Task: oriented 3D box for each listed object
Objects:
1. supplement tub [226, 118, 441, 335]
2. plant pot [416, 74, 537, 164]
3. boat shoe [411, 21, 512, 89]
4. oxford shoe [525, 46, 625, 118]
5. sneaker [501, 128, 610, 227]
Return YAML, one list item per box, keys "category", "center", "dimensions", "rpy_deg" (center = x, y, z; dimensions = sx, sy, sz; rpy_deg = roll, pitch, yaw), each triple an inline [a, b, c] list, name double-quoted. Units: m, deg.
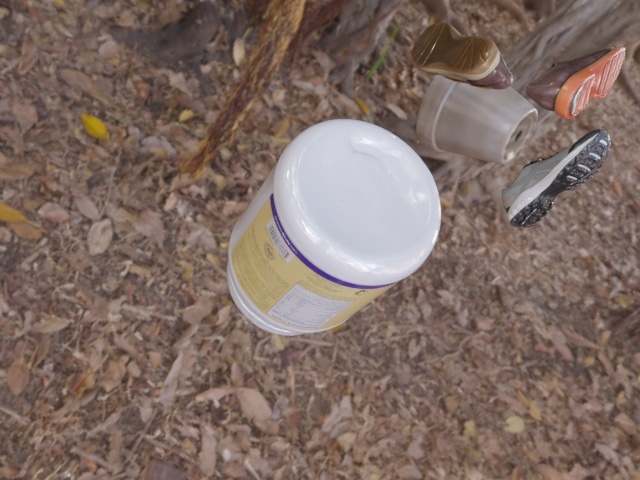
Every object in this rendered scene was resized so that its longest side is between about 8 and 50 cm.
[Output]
- category: "supplement tub"
  center: [0.000, 0.000, 0.995]
  dimensions: [0.240, 0.331, 0.241]
  rpy_deg: [10, 63, -20]
- category: "plant pot"
  center: [0.505, -0.382, 2.080]
  dimensions: [0.280, 0.323, 0.323]
  rpy_deg: [35, 29, 26]
- category: "boat shoe"
  center: [0.330, -0.420, 1.559]
  dimensions: [0.123, 0.123, 0.342]
  rpy_deg: [30, 7, -30]
- category: "oxford shoe"
  center: [0.481, -0.312, 1.236]
  dimensions: [0.098, 0.097, 0.271]
  rpy_deg: [30, 43, 32]
- category: "sneaker"
  center: [0.490, -0.146, 1.417]
  dimensions: [0.100, 0.271, 0.108]
  rpy_deg: [15, 43, -38]
